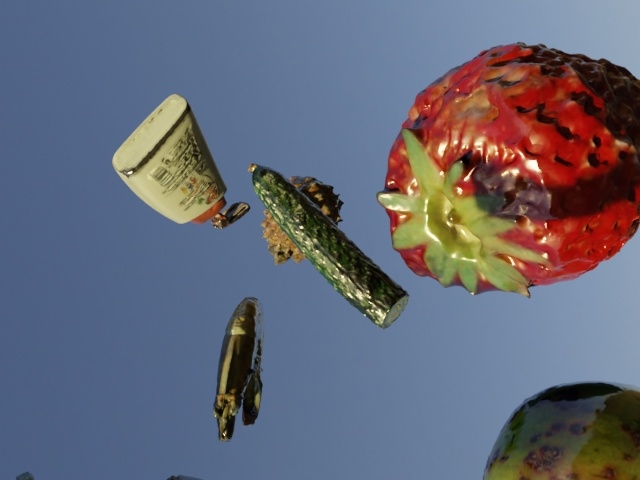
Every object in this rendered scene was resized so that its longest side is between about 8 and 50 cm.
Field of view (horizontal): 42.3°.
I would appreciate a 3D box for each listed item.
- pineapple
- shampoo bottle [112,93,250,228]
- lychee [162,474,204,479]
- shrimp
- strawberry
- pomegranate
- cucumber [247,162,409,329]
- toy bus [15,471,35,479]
[{"bbox_3d":[-0.045,-0.031,1.664,0.166,0.166,0.193,43,-114,-41],"label":"pineapple"},{"bbox_3d":[-0.208,-0.096,1.338,0.153,0.071,0.284,-49,-31,-8],"label":"shampoo bottle"},{"bbox_3d":[-0.224,0.457,1.296,0.171,0.171,0.171,11,-104,-52],"label":"lychee"},{"bbox_3d":[-0.098,0.178,1.072,0.150,0.051,0.217,84,-168,-45],"label":"shrimp"},{"bbox_3d":[0.236,-0.100,0.928,0.310,0.292,0.292,-55,-52,-26],"label":"strawberry"},{"bbox_3d":[0.202,0.208,0.646,0.202,0.248,0.202,16,-121,-28],"label":"pomegranate"},{"bbox_3d":[0.000,0.000,1.121,0.293,0.067,0.067,45,-147,19],"label":"cucumber"},{"bbox_3d":[-0.350,0.352,0.915,0.113,0.246,0.134,-21,-105,-27],"label":"toy bus"}]
